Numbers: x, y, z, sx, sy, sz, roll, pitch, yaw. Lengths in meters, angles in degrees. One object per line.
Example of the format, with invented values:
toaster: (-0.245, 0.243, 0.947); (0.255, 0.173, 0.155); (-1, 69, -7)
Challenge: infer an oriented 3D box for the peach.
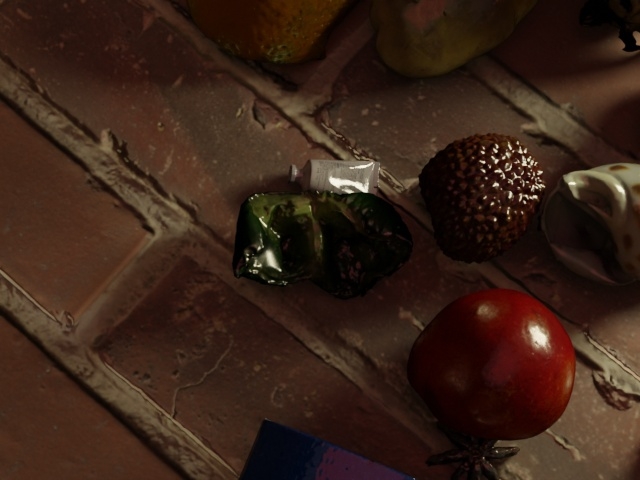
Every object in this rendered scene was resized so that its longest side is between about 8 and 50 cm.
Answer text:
peach: (0.233, 0.171, 1.519); (0.243, 0.243, 0.200); (-5, 105, -1)

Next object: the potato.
potato: (0.211, -0.373, 1.710); (0.296, 0.141, 0.192); (-27, 79, -9)

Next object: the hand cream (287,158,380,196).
hand cream: (0.020, -0.090, 1.690); (0.142, 0.053, 0.084); (9, 76, -13)

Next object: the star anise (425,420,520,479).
star anise: (0.223, 0.303, 1.583); (0.141, 0.042, 0.141); (0, 75, -1)

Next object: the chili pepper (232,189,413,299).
chili pepper: (0.003, 0.003, 1.638); (0.264, 0.116, 0.148); (-2, 64, -1)

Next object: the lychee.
lychee: (0.239, -0.066, 1.607); (0.188, 0.188, 0.188); (0, 75, 0)

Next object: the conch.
conch: (0.461, -0.019, 1.613); (0.275, 0.183, 0.149); (41, 38, -1)

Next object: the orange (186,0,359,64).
orange: (-0.065, -0.441, 1.725); (0.334, 0.196, 0.262); (-45, 66, -3)

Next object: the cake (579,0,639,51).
cake: (0.492, -0.444, 1.667); (0.332, 0.332, 0.321); (4, 105, 2)

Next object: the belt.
belt: (0.062, 0.355, 1.485); (0.346, 0.212, 0.117); (22, 78, 2)
